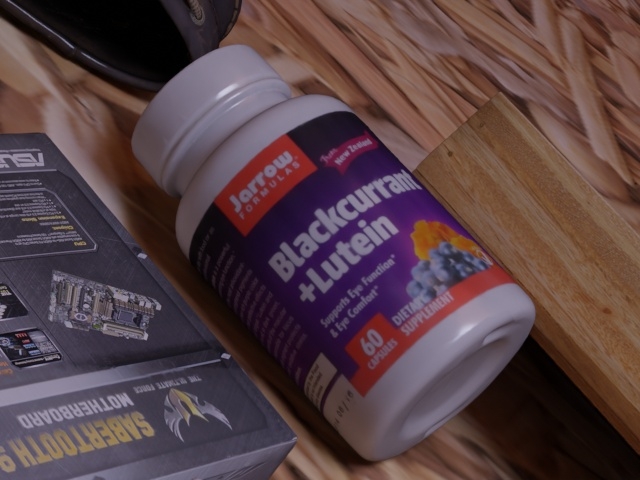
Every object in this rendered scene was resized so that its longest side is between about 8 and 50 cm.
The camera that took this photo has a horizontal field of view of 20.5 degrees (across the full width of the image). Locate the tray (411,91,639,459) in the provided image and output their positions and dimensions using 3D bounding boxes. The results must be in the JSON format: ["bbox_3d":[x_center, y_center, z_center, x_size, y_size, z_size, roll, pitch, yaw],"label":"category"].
[{"bbox_3d":[0.215,0.118,0.886,0.411,0.076,0.203,48,3,21],"label":"tray"}]

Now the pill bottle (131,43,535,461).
[{"bbox_3d":[0.000,0.000,0.836,0.193,0.108,0.108,47,27,18],"label":"pill bottle"}]

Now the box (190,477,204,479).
[{"bbox_3d":[0.072,0.189,0.671,0.324,0.063,0.067,27,26,-23],"label":"box"}]

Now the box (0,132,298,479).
[{"bbox_3d":[-0.140,0.042,0.643,0.183,0.056,0.231,49,28,21],"label":"box"}]

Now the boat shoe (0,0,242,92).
[{"bbox_3d":[-0.170,-0.197,0.883,0.355,0.132,0.130,30,40,-30],"label":"boat shoe"}]
